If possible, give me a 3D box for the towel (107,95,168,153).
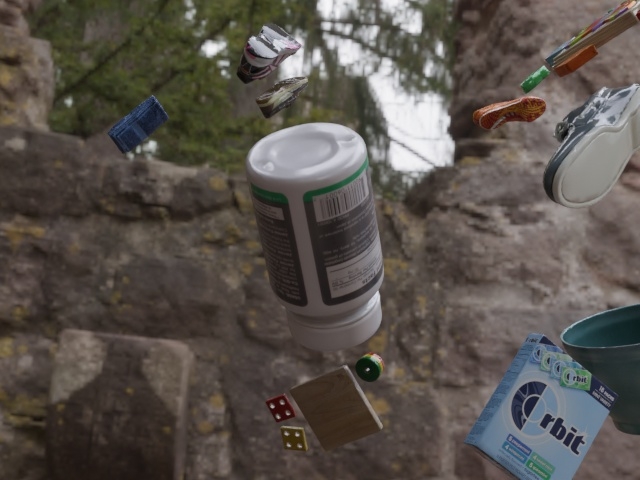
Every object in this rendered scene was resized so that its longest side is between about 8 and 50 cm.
[{"bbox_3d":[-0.354,-0.224,1.909,0.029,0.119,0.067,39,-13,39],"label":"towel"}]

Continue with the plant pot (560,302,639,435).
[{"bbox_3d":[0.617,0.244,1.828,0.293,0.196,0.293,-14,6,2],"label":"plant pot"}]

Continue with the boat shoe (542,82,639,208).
[{"bbox_3d":[0.409,-0.148,1.485,0.099,0.319,0.116,15,-49,38],"label":"boat shoe"}]

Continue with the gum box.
[{"bbox_3d":[0.310,0.249,1.365,0.157,0.184,0.041,38,-14,-15],"label":"gum box"}]

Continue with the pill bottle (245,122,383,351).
[{"bbox_3d":[0.000,0.000,1.674,0.204,0.204,0.361,1,-56,15],"label":"pill bottle"}]

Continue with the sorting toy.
[{"bbox_3d":[0.027,0.298,1.758,0.274,0.132,0.046,-28,5,32],"label":"sorting toy"}]

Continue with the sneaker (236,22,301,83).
[{"bbox_3d":[-0.099,-0.318,1.679,0.077,0.072,0.178,-51,-7,31],"label":"sneaker"}]

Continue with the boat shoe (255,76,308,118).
[{"bbox_3d":[-0.078,-0.298,2.026,0.056,0.049,0.152,10,33,39],"label":"boat shoe"}]

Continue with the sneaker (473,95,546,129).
[{"bbox_3d":[0.429,-0.297,2.213,0.175,0.064,0.067,-11,26,-14],"label":"sneaker"}]

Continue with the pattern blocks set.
[{"bbox_3d":[0.442,-0.330,1.483,0.325,0.026,0.285,-33,7,43],"label":"pattern blocks set"}]
